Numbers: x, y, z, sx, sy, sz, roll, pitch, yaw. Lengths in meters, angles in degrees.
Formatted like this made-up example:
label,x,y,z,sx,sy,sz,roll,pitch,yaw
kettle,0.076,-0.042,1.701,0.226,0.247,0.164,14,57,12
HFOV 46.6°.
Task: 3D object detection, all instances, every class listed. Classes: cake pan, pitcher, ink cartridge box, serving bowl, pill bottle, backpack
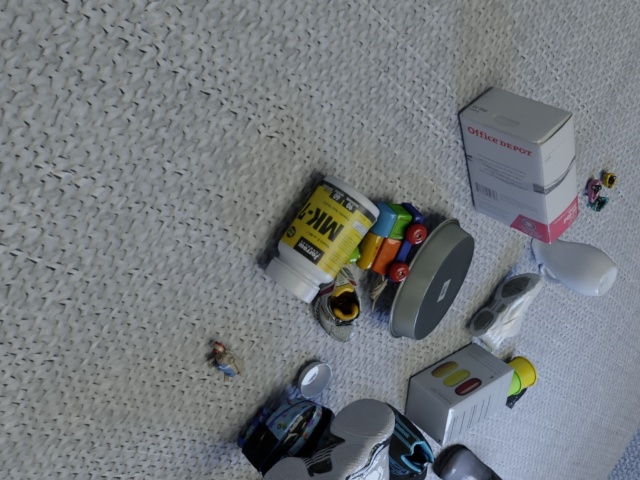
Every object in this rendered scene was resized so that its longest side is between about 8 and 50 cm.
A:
label,x,y,z,sx,sy,sz,roll,pitch,yaw
cake pan,0.246,0.093,1.601,0.293,0.054,0.293,-44,150,-33
pitcher,0.656,0.076,1.935,0.125,0.207,0.178,-39,137,-19
ink cartridge box,0.421,-0.157,1.560,0.117,0.207,0.283,-41,137,-20
serving bowl,-0.016,0.286,1.550,0.083,0.027,0.083,-23,128,-32
pill bottle,0.000,0.000,1.318,0.208,0.119,0.119,-55,139,-3
backpack,-0.060,0.390,1.505,0.173,0.117,0.158,-55,139,-2

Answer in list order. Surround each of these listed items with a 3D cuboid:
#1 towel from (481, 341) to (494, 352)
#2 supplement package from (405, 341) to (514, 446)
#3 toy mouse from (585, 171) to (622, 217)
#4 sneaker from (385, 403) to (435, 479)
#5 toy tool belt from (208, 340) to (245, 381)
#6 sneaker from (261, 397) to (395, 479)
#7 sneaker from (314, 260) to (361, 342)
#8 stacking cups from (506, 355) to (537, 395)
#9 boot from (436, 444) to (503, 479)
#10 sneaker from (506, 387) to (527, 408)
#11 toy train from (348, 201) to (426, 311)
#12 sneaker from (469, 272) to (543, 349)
label,x,y,z,sx,sy,sz,roll,pitch,yaw
towel,0.482,0.224,1.994,0.148,0.027,0.110,-48,137,-9
supplement package,0.351,0.386,1.883,0.244,0.139,0.134,-21,129,-35
toy mouse,0.756,-0.127,2.037,0.161,0.031,0.143,28,93,-49
sneaker,0.215,0.546,1.851,0.125,0.139,0.341,-46,139,-16
toy tool belt,-0.176,0.221,1.338,0.051,0.052,0.083,-56,139,-14
sneaker,0.018,0.489,1.445,0.366,0.137,0.210,-37,135,-32
sneaker,0.034,0.132,1.432,0.088,0.093,0.225,-18,139,-5
stacking cups,0.464,0.423,2.048,0.316,0.096,0.096,-22,128,-33
boot,0.493,0.717,2.162,0.338,0.222,0.118,30,93,-49
sneaker,0.561,0.443,2.192,0.089,0.051,0.170,-55,144,-3
toy train,0.093,0.037,1.462,0.143,0.105,0.248,9,116,-30
sneaker,0.491,0.184,1.918,0.232,0.090,0.115,-44,121,-2
